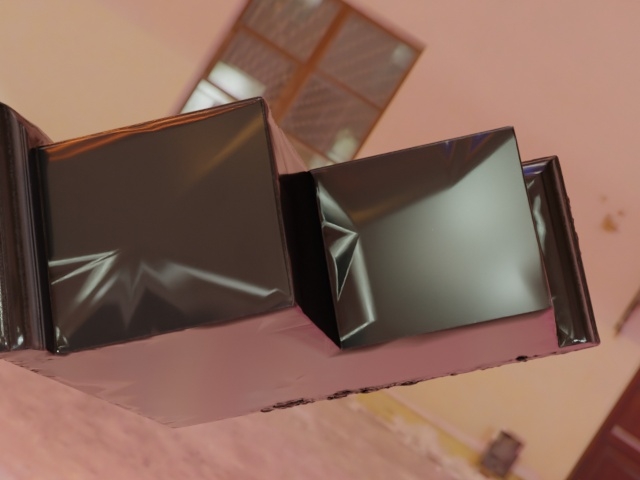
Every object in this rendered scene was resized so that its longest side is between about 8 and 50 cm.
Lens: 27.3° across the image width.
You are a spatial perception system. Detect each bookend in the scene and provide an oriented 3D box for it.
[{"bbox_3d":[0.000,0.000,0.402,0.157,0.156,0.072,50,29,-71],"label":"bookend"}]
